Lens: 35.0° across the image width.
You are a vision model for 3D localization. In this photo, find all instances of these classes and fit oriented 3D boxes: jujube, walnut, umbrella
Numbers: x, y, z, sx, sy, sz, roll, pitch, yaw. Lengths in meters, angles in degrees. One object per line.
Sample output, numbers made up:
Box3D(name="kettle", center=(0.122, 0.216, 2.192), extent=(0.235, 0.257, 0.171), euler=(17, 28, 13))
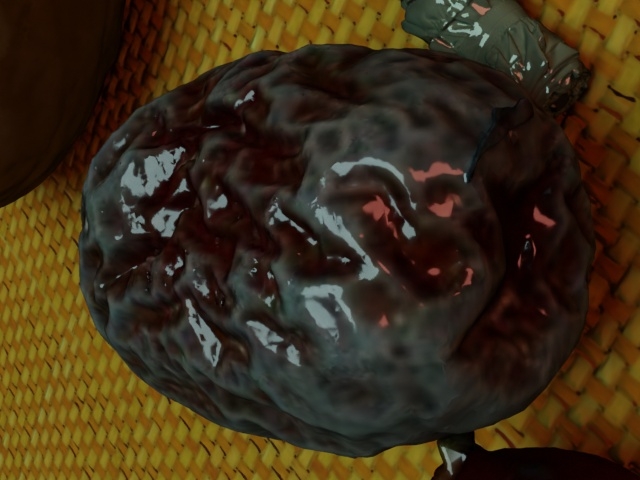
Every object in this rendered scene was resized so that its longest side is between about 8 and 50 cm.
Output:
Box3D(name="jujube", center=(0.000, 0.000, 0.569), extent=(0.317, 0.226, 0.226), euler=(-2, 93, 51))
Box3D(name="walnut", center=(-0.335, -0.203, 0.836), extent=(0.354, 0.308, 0.398), euler=(35, 125, 0))
Box3D(name="umbrella", center=(0.089, -0.123, 0.575), extent=(0.143, 0.062, 0.067), euler=(53, 160, 20))

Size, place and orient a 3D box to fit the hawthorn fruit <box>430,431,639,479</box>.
Box3D(name="hawthorn fruit", center=(0.117, 0.180, 0.515), extent=(0.169, 0.169, 0.188), euler=(-44, 60, 40))
